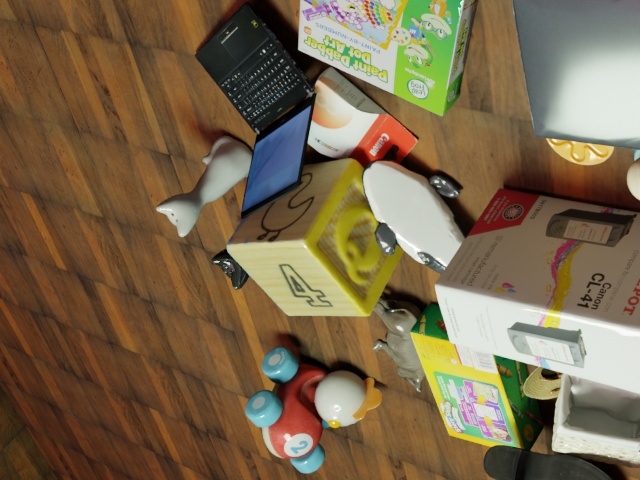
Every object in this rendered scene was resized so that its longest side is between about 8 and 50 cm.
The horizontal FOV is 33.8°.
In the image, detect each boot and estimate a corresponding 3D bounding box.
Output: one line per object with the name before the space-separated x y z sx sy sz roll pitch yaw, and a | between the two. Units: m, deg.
boot | 0.450 0.431 1.792 0.264 0.096 0.280 2 163 43

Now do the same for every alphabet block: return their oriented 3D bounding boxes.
alphabet block | 0.000 0.000 1.744 0.197 0.192 0.193 -5 137 46

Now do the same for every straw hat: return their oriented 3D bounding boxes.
straw hat | 0.383 0.197 1.724 0.145 0.144 0.061 94 159 -50

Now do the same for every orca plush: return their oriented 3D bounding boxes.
orca plush | 0.185 -0.027 1.679 0.287 0.102 0.151 28 101 0

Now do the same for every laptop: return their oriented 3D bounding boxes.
laptop | -0.119 -0.197 1.661 0.264 0.136 0.234 52 152 -8

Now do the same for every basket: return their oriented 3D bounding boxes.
basket | 0.458 0.290 1.683 0.167 0.113 0.103 10 145 7

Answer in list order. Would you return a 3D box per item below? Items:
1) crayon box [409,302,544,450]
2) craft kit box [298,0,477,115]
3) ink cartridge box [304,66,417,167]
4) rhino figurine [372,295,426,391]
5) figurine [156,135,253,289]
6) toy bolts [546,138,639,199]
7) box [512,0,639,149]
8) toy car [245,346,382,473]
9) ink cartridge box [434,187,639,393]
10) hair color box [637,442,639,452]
crayon box | 0.280 0.248 1.870 0.165 0.081 0.279 9 135 38
craft kit box | 0.087 -0.321 1.439 0.249 0.061 0.247 27 147 19
ink cartridge box | 0.048 -0.168 1.658 0.179 0.045 0.145 42 147 2
rhino figurine | 0.156 0.198 1.942 0.106 0.073 0.243 18 142 34
figurine | -0.158 -0.047 1.843 0.215 0.209 0.092 43 146 -3
toy bolts | 0.358 -0.122 1.306 0.228 0.158 0.218 29 144 17
box | 0.390 -0.235 1.028 0.296 0.294 0.183 11 137 35
toy car | 0.012 0.343 2.151 0.237 0.210 0.219 -9 134 34
ink cartridge box | 0.348 0.061 1.466 0.306 0.226 0.131 11 138 35
hair color box | 0.567 0.173 1.416 0.110 0.185 0.339 32 146 10
